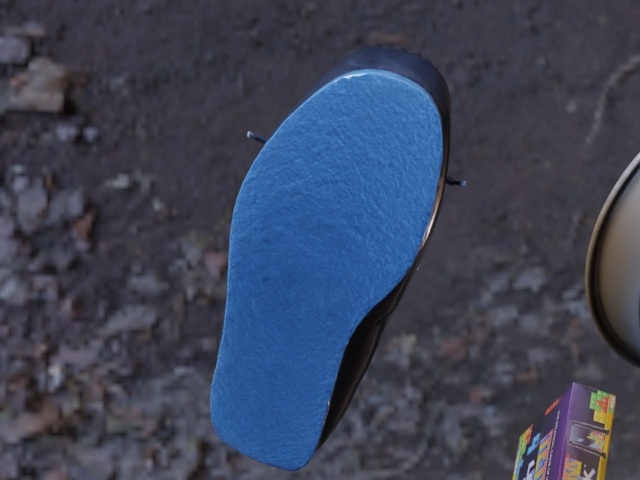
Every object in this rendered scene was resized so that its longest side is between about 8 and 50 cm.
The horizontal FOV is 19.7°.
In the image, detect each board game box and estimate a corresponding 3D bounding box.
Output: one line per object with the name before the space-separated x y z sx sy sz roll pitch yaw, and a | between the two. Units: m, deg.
board game box | 0.218 0.238 1.723 0.048 0.170 0.141 18 148 -6

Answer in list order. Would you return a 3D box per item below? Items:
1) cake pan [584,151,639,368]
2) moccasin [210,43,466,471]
cake pan | 0.344 0.004 1.397 0.293 0.054 0.293 -12 128 -15
moccasin | 0.000 0.000 1.200 0.137 0.117 0.342 29 131 3
